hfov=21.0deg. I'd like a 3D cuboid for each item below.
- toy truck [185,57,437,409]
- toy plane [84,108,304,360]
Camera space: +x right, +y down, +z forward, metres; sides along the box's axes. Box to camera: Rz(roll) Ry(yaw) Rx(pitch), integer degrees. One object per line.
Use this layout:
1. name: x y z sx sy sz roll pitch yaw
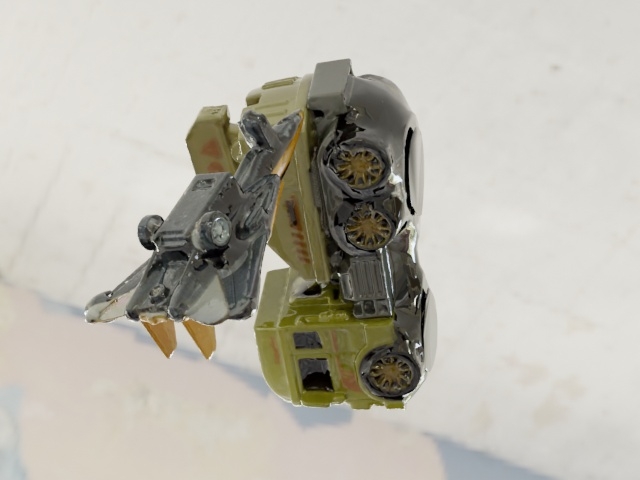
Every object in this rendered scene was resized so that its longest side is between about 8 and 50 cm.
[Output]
1. toy truck: 0.000 0.000 1.969 0.254 0.180 0.405 -4 -60 12
2. toy plane: -0.092 -0.034 1.689 0.204 0.316 0.103 -1 -40 36
